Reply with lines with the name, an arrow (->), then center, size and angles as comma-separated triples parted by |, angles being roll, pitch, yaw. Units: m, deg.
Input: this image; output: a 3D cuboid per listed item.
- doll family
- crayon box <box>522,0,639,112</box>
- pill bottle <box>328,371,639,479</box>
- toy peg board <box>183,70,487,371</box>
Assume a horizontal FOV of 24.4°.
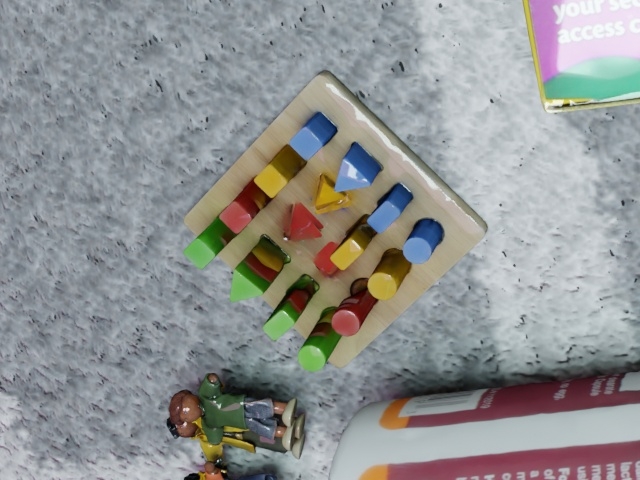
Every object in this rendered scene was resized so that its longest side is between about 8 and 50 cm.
doll family -> -0.070, 0.171, 1.120 | 0.111, 0.076, 0.193 | 6, 116, 10
crayon box -> 0.302, -0.170, 0.731 | 0.363, 0.313, 0.106 | -6, 109, 20
pill bottle -> 0.220, 0.196, 0.957 | 0.392, 0.224, 0.224 | -8, 109, 20
toy peg board -> 0.000, 0.000, 1.025 | 0.161, 0.079, 0.160 | 43, 117, -4
